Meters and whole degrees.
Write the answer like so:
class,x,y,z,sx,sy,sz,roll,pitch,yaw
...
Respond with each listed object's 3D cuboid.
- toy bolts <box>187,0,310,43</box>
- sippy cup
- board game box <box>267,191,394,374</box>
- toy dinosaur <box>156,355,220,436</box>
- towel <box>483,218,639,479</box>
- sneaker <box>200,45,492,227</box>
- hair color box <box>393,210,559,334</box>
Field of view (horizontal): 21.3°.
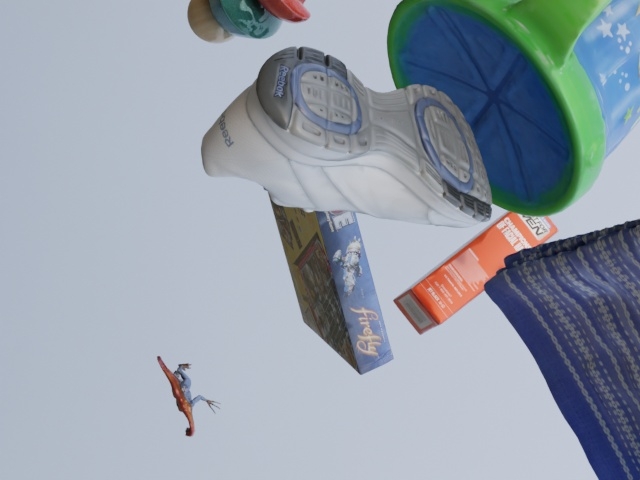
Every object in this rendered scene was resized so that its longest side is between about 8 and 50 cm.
class,x,y,z,sx,sy,sz,roll,pitch,yaw
toy bolts,-0.104,-0.306,1.681,0.158,0.228,0.218,-19,-153,42
sippy cup,0.217,-0.176,1.521,0.305,0.224,0.240,13,-45,54
board game box,0.000,0.000,1.764,0.165,0.042,0.243,-140,-148,-62
toy dinosaur,-0.169,0.192,2.041,0.047,0.090,0.082,-36,-135,41
towel,0.221,0.105,1.138,0.243,0.040,0.336,61,-13,0
sneaker,0.028,-0.071,1.413,0.129,0.297,0.111,-29,-126,37
hair color box,0.164,0.027,1.803,0.053,0.167,0.093,51,-14,2
